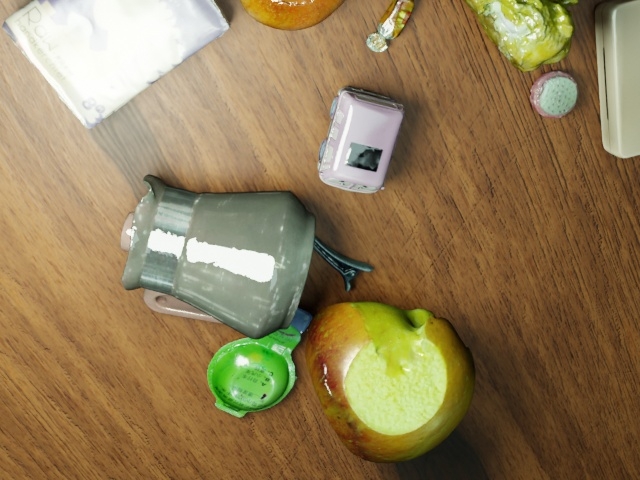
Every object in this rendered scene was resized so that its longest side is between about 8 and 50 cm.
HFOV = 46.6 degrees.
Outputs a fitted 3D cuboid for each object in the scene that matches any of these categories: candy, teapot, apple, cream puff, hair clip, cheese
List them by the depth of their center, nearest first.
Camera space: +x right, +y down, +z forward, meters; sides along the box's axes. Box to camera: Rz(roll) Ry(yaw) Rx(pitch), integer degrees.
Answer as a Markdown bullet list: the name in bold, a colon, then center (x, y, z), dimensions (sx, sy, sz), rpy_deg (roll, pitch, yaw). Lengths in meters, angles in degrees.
- **apple**: center (-0.042, -0.495, 1.364), dimensions (0.210, 0.173, 0.235), rpy_deg (33, 104, -20)
- **cream puff**: center (0.386, -0.458, 1.408), dimensions (0.185, 0.282, 0.282), rpy_deg (-35, 114, 13)
- **candy**: center (0.157, -0.457, 1.485), dimensions (0.053, 0.046, 0.182), rpy_deg (27, 107, -17)
- **teapot**: center (-0.220, 0.042, 1.512), dimensions (0.361, 0.306, 0.376), rpy_deg (15, 137, -7)
- **candy**: center (0.505, -0.315, 1.607), dimensions (0.103, 0.043, 0.103), rpy_deg (-3, 111, -7)
- **apple**: center (0.154, 0.282, 1.614), dimensions (0.374, 0.374, 0.384), rpy_deg (-22, 120, -1)
- **hair clip**: center (0.000, 0.000, 1.640), dimensions (0.083, 0.048, 0.275), rpy_deg (-40, 112, 11)
- **cheese**: center (-0.135, 0.276, 1.703), dimensions (0.203, 0.083, 0.321), rpy_deg (28, 107, -17)

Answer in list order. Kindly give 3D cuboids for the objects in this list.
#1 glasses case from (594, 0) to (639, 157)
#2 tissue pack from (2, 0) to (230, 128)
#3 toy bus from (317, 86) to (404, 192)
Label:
- **glasses case**: center (0.680, -0.354, 1.606), dimensions (0.143, 0.076, 0.337), rpy_deg (-14, 113, -5)
- **tissue pack**: center (-0.369, -0.397, 1.368), dimensions (0.343, 0.125, 0.242), rpy_deg (-34, 113, 4)
- **toy bus**: center (0.078, -0.199, 1.520), dimensions (0.141, 0.142, 0.203), rpy_deg (11, 109, -14)
